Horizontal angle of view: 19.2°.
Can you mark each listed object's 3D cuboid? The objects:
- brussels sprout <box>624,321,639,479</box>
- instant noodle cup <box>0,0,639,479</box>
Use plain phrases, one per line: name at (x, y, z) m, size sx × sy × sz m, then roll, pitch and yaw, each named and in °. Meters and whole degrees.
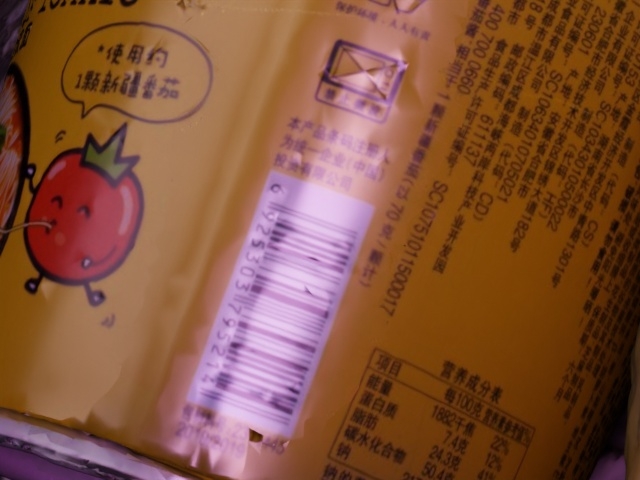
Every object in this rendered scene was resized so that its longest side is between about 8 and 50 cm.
brussels sprout at (0.202, -0.009, 0.559) m, size 0.271 × 0.210 × 0.219 m, roll -61°, pitch 21°, yaw 14°
instant noodle cup at (0.000, 0.000, 0.750) m, size 0.325 × 0.325 × 0.254 m, roll -1°, pitch 65°, yaw 55°
